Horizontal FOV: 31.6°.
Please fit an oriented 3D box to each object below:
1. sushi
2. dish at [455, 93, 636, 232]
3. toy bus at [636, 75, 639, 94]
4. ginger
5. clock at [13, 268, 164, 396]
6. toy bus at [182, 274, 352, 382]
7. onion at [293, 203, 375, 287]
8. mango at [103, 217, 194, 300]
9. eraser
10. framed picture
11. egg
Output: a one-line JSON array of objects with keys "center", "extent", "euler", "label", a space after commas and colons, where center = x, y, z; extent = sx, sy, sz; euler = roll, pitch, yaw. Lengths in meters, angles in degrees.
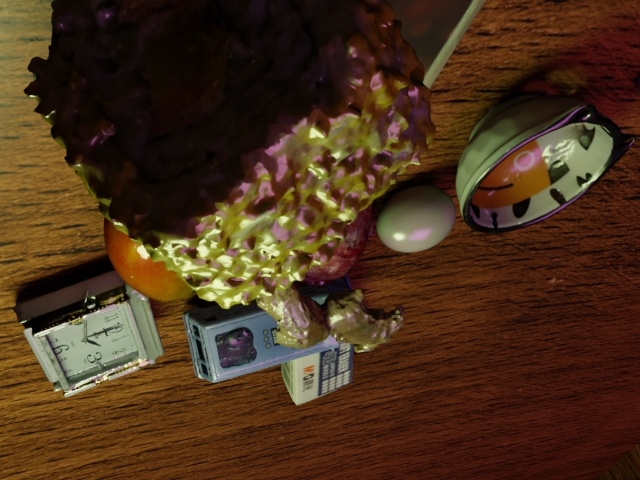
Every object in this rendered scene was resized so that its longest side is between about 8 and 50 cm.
[{"center": [-0.084, -0.167, 1.123], "extent": [0.351, 0.396, 0.240], "euler": [-41, 148, 7], "label": "sushi"}, {"center": [0.324, -0.140, 1.770], "extent": [0.303, 0.120, 0.303], "euler": [-20, 150, -12], "label": "dish"}, {"center": [0.584, -0.292, 1.796], "extent": [0.090, 0.063, 0.203], "euler": [-8, 147, -29], "label": "toy bus"}, {"center": [0.013, 0.118, 1.734], "extent": [0.290, 0.084, 0.122], "euler": [17, 131, -43], "label": "ginger"}, {"center": [-0.345, 0.131, 1.706], "extent": [0.186, 0.083, 0.253], "euler": [-20, 151, -12], "label": "clock"}, {"center": [-0.066, 0.139, 1.852], "extent": [0.292, 0.125, 0.133], "euler": [-14, -170, -20], "label": "toy bus"}, {"center": [0.000, 0.000, 1.740], "extent": [0.283, 0.120, 0.227], "euler": [6, 142, -45], "label": "onion"}, {"center": [-0.218, 0.008, 1.548], "extent": [0.129, 0.146, 0.289], "euler": [-12, 154, 5], "label": "mango"}, {"center": [-0.008, 0.200, 2.091], "extent": [0.124, 0.081, 0.279], "euler": [-20, 150, -12], "label": "eraser"}, {"center": [0.086, -0.244, 1.476], "extent": [0.211, 0.020, 0.289], "euler": [-13, 156, -25], "label": "framed picture"}, {"center": [0.153, -0.034, 1.820], "extent": [0.135, 0.103, 0.103], "euler": [-23, 151, -13], "label": "egg"}]
